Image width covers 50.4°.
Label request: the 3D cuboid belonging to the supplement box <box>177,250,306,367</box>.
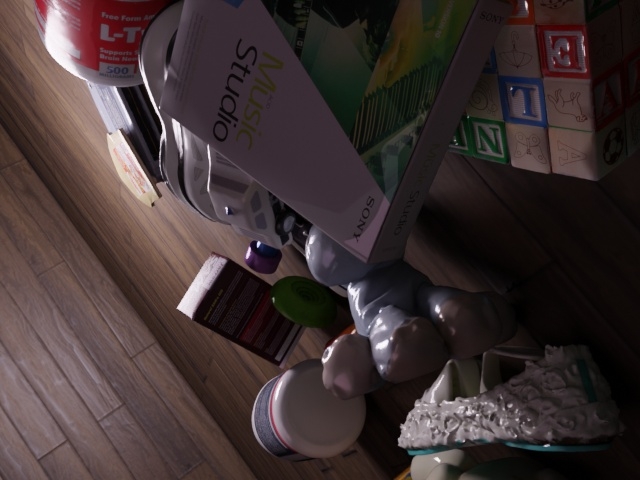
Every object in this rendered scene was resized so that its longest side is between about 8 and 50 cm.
[{"bbox_3d":[-0.138,0.136,1.298,0.239,0.130,0.073,38,168,-37],"label":"supplement box"}]

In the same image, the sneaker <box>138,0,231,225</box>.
[{"bbox_3d":[-0.104,-0.119,1.018,0.257,0.169,0.447,33,156,22],"label":"sneaker"}]

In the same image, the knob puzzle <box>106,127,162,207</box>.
[{"bbox_3d":[-0.426,-0.165,1.557,0.213,0.030,0.213,40,150,29],"label":"knob puzzle"}]

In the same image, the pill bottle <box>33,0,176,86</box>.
[{"bbox_3d":[-0.269,-0.400,0.904,0.229,0.229,0.407,54,155,4],"label":"pill bottle"}]

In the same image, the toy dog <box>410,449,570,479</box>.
[{"bbox_3d":[0.200,0.520,0.927,0.284,0.408,0.395,45,143,1],"label":"toy dog"}]

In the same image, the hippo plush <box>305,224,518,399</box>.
[{"bbox_3d":[0.104,0.049,0.877,0.294,0.234,0.237,8,-120,-69],"label":"hippo plush"}]

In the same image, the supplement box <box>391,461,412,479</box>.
[{"bbox_3d":[0.139,0.466,1.195,0.078,0.233,0.080,50,151,13],"label":"supplement box"}]

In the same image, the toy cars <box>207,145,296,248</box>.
[{"bbox_3d":[-0.062,-0.092,0.811,0.176,0.087,0.393,44,147,-3],"label":"toy cars"}]

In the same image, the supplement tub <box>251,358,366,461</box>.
[{"bbox_3d":[-0.034,0.361,1.419,0.191,0.191,0.272,54,154,5],"label":"supplement tub"}]

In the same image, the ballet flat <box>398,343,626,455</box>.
[{"bbox_3d":[0.230,0.211,0.904,0.147,0.147,0.409,56,151,1],"label":"ballet flat"}]

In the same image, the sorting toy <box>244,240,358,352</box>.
[{"bbox_3d":[0.006,0.082,1.174,0.365,0.127,0.126,43,122,30],"label":"sorting toy"}]

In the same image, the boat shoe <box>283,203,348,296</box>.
[{"bbox_3d":[0.000,0.000,1.121,0.065,0.075,0.206,-49,64,17],"label":"boat shoe"}]

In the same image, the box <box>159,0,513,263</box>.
[{"bbox_3d":[-0.015,-0.159,0.620,0.322,0.058,0.232,36,119,31],"label":"box"}]

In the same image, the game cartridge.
[{"bbox_3d":[-0.441,-0.278,1.546,0.198,0.062,0.297,25,140,54],"label":"game cartridge"}]

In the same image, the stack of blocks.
[{"bbox_3d":[0.139,-0.173,0.625,0.297,0.087,0.171,23,139,49],"label":"stack of blocks"}]
